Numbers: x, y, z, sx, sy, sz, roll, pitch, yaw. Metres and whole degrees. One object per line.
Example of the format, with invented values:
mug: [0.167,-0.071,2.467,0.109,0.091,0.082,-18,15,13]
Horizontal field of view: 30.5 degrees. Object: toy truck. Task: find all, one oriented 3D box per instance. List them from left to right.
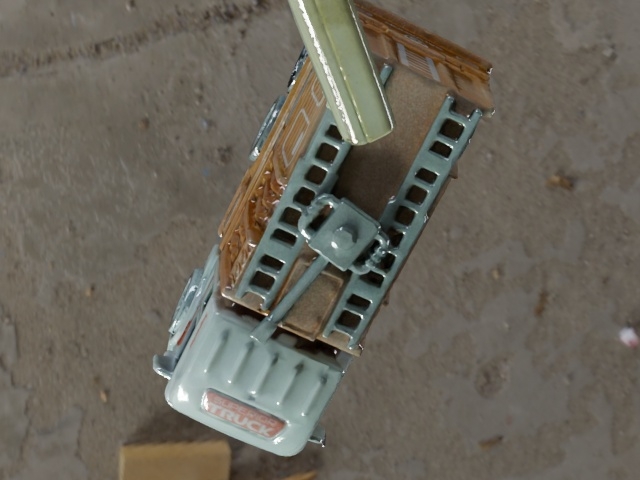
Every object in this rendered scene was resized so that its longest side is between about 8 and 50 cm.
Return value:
toy truck: [0.000,0.000,0.800,0.136,0.162,0.305,25,107,-8]

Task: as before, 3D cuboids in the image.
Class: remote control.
remote control: [-0.014,-0.161,0.587,0.038,0.098,0.234,-19,126,5]
